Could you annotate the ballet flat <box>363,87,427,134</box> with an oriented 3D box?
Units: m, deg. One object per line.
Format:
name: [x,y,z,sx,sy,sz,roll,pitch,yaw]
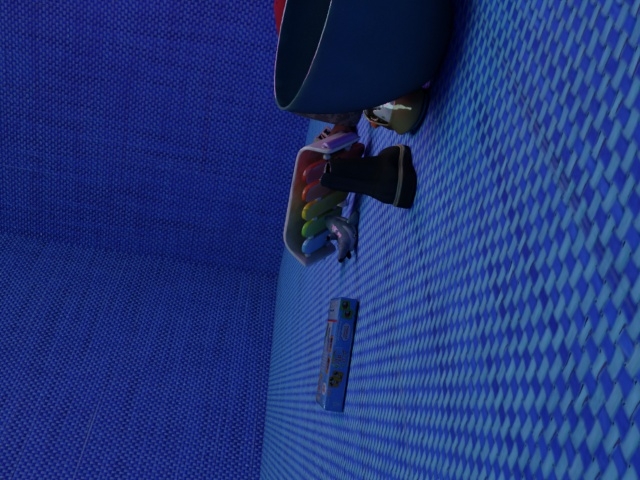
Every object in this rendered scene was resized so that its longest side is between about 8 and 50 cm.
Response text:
ballet flat: [0.110,-0.208,1.259,0.232,0.073,0.080,-152,74,-84]

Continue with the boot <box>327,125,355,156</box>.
boot: [0.023,-0.221,2.059,0.280,0.096,0.264,-87,8,-55]

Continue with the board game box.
board game box: [0.029,0.218,1.540,0.160,0.039,0.211,140,139,-82]

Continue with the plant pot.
plant pot: [0.069,-0.306,1.113,0.290,0.196,0.290,-170,90,-74]

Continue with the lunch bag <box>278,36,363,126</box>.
lunch bag: [0.034,-0.434,1.706,0.256,0.213,0.305,115,162,-47]

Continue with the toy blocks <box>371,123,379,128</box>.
toy blocks: [0.110,-0.257,1.447,0.148,0.054,0.123,106,172,-50]

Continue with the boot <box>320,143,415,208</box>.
boot: [0.066,-0.115,1.223,0.198,0.137,0.076,-96,17,-72]

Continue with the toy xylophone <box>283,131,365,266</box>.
toy xylophone: [0.017,-0.110,1.757,0.236,0.081,0.322,-36,-34,-38]

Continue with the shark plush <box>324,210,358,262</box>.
shark plush: [0.039,0.002,1.652,0.073,0.067,0.161,105,172,-45]

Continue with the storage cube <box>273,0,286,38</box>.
storage cube: [-0.008,-0.627,2.032,0.193,0.215,0.183,-98,18,-51]

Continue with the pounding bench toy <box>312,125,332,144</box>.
pounding bench toy: [0.031,-0.288,2.345,0.065,0.083,0.052,-48,-7,-26]
